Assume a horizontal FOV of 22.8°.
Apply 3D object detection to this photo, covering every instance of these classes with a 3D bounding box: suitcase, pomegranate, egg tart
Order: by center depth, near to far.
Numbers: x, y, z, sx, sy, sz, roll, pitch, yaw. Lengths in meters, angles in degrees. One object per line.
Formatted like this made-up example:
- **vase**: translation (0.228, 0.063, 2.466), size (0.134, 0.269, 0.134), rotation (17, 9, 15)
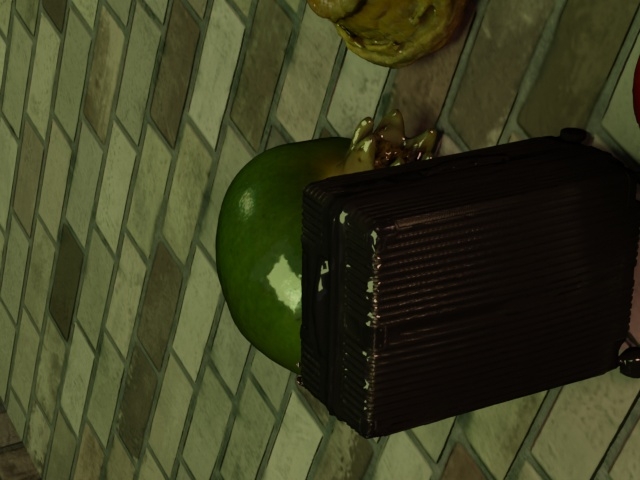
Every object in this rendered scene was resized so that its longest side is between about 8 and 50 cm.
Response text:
- **suitcase**: translation (0.150, 0.036, 1.499), size (0.152, 0.335, 0.230), rotation (31, 127, 52)
- **egg tart**: translation (0.053, -0.325, 1.736), size (0.294, 0.123, 0.294), rotation (25, 121, 51)
- **pomegranate**: translation (0.000, 0.000, 1.852), size (0.310, 0.216, 0.358), rotation (62, 145, 31)

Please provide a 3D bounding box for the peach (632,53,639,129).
- **peach**: translation (0.353, -0.106, 1.263), size (0.190, 0.196, 0.226), rotation (-55, -47, -83)
